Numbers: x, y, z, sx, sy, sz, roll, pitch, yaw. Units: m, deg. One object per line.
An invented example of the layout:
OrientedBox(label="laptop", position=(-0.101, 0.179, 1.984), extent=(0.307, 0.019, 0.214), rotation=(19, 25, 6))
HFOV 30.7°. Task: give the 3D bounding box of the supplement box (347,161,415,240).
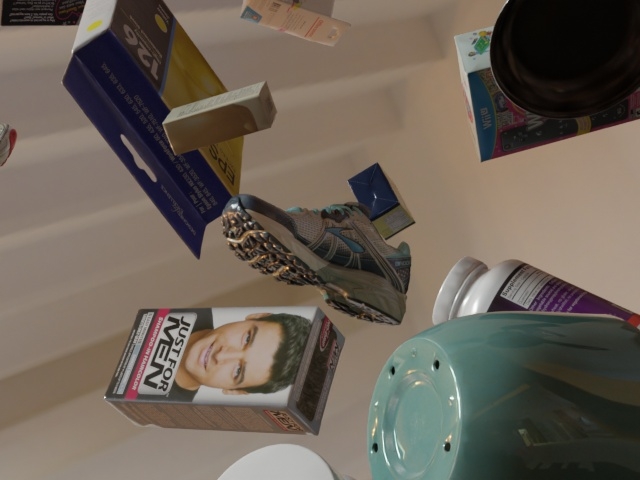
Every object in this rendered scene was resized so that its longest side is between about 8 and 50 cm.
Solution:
OrientedBox(label="supplement box", position=(0.094, -0.059, 1.785), extent=(0.056, 0.083, 0.083), rotation=(-31, -31, 9))

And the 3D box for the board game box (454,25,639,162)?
OrientedBox(label="board game box", position=(0.384, -0.264, 1.889), extent=(0.303, 0.097, 0.224), rotation=(-14, -38, 5))

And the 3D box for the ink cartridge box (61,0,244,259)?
OrientedBox(label="ink cartridge box", position=(-0.203, -0.181, 1.519), extent=(0.072, 0.303, 0.307), rotation=(-25, 35, 14))

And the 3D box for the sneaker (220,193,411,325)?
OrientedBox(label="sneaker", position=(0.000, 0.000, 1.429), extent=(0.283, 0.122, 0.110), rotation=(31, -22, -34))

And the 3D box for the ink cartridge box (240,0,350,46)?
OrientedBox(label="ink cartridge box", position=(-0.040, -0.416, 2.073), extent=(0.181, 0.061, 0.104), rotation=(16, -19, -15))

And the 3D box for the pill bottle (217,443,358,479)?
OrientedBox(label="pill bottle", position=(0.015, 0.397, 1.348), extent=(0.210, 0.210, 0.363), rotation=(-20, -44, 15))

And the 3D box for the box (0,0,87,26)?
OrientedBox(label="box", position=(-0.507, -0.472, 2.006), extent=(0.163, 0.142, 0.247), rotation=(-6, 33, -33))

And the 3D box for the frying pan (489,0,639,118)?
OrientedBox(label="frying pan", position=(0.343, -0.232, 1.269), extent=(0.326, 0.197, 0.053), rotation=(-8, 38, -1))

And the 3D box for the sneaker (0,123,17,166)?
OrientedBox(label="sneaker", position=(-0.481, -0.112, 1.417), extent=(0.225, 0.092, 0.088), rotation=(-8, 40, 5))

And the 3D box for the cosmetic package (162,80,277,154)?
OrientedBox(label="cosmetic package", position=(-0.110, -0.135, 1.283), extent=(0.115, 0.041, 0.060), rotation=(-15, 21, 13))

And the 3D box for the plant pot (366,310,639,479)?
OrientedBox(label="plant pot", position=(0.193, 0.207, 1.233), extent=(0.235, 0.293, 0.293), rotation=(11, -16, -27))

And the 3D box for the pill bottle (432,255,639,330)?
OrientedBox(label="pill bottle", position=(0.340, 0.145, 1.775), extent=(0.323, 0.181, 0.181), rotation=(26, 22, 24))

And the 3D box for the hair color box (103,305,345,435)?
OrientedBox(label="hair color box", position=(-0.162, 0.215, 1.955), extent=(0.374, 0.185, 0.113), rotation=(-3, -36, 30))
